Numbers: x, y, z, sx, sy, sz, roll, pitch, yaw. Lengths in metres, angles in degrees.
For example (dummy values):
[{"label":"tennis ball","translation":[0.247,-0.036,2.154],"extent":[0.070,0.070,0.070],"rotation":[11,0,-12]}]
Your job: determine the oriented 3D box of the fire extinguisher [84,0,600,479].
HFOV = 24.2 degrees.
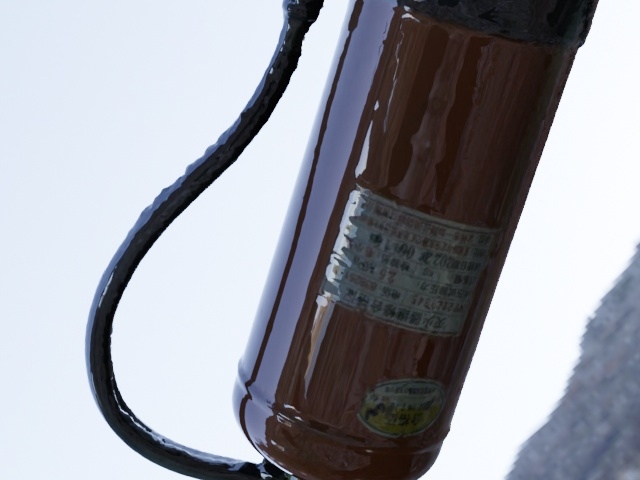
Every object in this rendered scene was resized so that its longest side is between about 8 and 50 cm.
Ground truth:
[{"label":"fire extinguisher","translation":[0.007,-0.001,0.750],"extent":[0.113,0.200,0.376],"rotation":[-17,-54,-61]}]
